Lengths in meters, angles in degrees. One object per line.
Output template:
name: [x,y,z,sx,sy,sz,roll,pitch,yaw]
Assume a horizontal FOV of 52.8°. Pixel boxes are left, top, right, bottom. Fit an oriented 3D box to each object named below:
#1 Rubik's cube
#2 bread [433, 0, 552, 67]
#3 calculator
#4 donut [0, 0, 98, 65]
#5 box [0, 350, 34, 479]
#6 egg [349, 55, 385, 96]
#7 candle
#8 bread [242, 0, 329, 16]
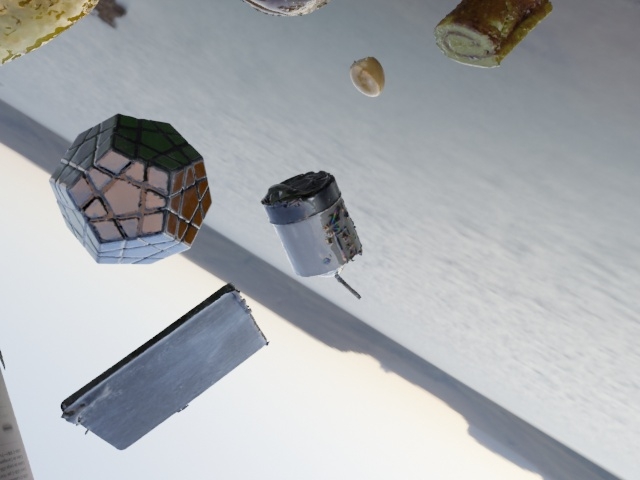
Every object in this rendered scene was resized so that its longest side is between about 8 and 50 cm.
Rubik's cube: [-0.382,-0.099,1.319,0.319,0.263,0.319,-10,163,-3]
bread: [0.297,-0.384,1.112,0.132,0.172,0.103,29,157,45]
calculator: [-0.196,0.174,0.855,0.021,0.262,0.161,46,166,36]
donut: [-0.464,-0.368,0.809,0.435,0.377,0.163,-10,-120,-38]
box: [-0.485,0.252,0.828,0.203,0.106,0.251,68,179,-80]
egg: [0.115,-0.390,1.538,0.096,0.080,0.080,58,166,-19]
candle: [0.000,0.000,1.532,0.187,0.188,0.330,23,140,61]
bread: [-0.059,-0.488,1.076,0.236,0.236,0.070,32,167,-7]
